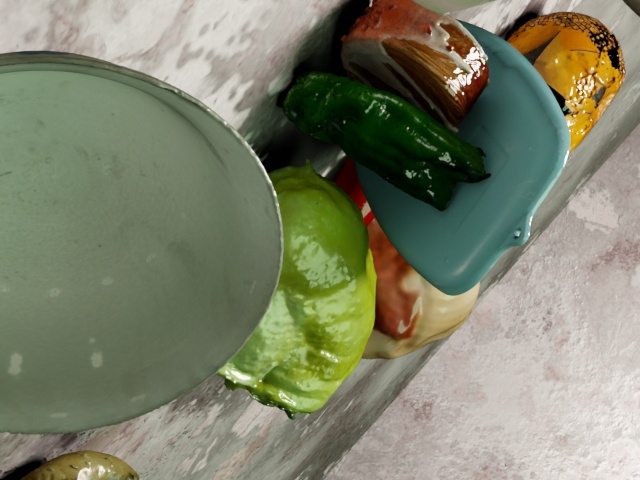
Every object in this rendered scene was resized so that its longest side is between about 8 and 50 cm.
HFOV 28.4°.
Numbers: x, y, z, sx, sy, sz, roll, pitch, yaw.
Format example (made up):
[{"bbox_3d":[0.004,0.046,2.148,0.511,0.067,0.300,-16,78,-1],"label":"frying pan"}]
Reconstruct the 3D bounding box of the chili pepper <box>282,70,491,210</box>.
[{"bbox_3d":[0.068,-0.105,1.313,0.098,0.224,0.061,-61,179,40],"label":"chili pepper"}]

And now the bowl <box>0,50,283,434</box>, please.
[{"bbox_3d":[-0.189,-0.025,0.865,0.313,0.146,0.313,-6,131,-8],"label":"bowl"}]

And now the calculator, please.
[{"bbox_3d":[0.147,-0.102,1.414,0.054,0.386,0.256,23,112,-31],"label":"calculator"}]

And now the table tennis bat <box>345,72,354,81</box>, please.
[{"bbox_3d":[0.079,-0.230,1.431,0.154,0.019,0.098,-53,164,21],"label":"table tennis bat"}]

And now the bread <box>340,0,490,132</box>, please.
[{"bbox_3d":[0.099,-0.185,1.331,0.073,0.160,0.160,-53,166,-19],"label":"bread"}]

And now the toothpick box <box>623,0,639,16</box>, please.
[{"bbox_3d":[0.533,-0.443,1.481,0.425,0.409,0.409,-41,163,-49],"label":"toothpick box"}]

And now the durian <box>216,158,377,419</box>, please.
[{"bbox_3d":[-0.045,0.067,1.446,0.256,0.204,0.339,-1,129,-55],"label":"durian"}]

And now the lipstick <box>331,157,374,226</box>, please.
[{"bbox_3d":[0.000,0.000,1.631,0.241,0.080,0.080,-52,164,6],"label":"lipstick"}]

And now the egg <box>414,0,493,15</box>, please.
[{"bbox_3d":[0.071,-0.307,0.982,0.206,0.162,0.271,56,35,-42],"label":"egg"}]

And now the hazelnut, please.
[{"bbox_3d":[0.106,0.044,1.813,0.261,0.241,0.261,-18,162,-6],"label":"hazelnut"}]

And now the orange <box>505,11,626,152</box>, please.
[{"bbox_3d":[0.339,-0.224,1.857,0.234,0.182,0.234,-48,156,-30],"label":"orange"}]

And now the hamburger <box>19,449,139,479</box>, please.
[{"bbox_3d":[-0.323,0.364,1.492,0.265,0.134,0.285,-51,171,-23],"label":"hamburger"}]
